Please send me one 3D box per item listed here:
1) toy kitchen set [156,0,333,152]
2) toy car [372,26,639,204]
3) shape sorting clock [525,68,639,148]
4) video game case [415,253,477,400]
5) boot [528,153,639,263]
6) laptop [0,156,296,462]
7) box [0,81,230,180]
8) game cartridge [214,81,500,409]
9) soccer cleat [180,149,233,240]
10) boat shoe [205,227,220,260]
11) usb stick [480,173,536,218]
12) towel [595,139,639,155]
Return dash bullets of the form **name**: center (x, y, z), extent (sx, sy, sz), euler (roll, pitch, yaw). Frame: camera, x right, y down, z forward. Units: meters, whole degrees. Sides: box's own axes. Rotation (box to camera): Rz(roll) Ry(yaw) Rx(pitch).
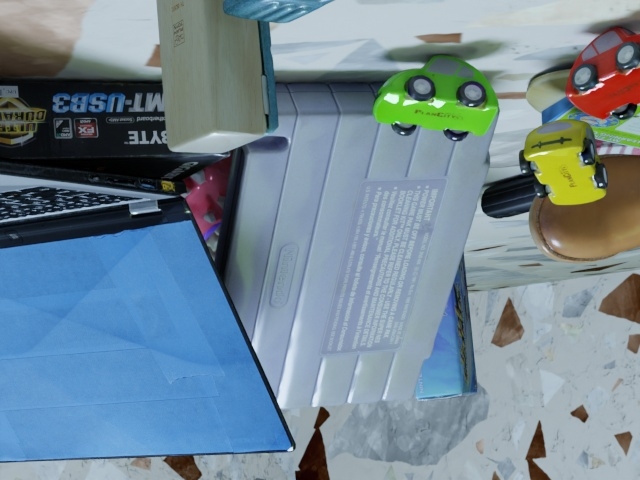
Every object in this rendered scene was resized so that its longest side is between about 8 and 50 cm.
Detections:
- **toy kitchen set**: center (0.034, -0.123, 0.747), extent (0.166, 0.122, 0.207), euler (0, 172, -34)
- **toy car**: center (0.154, -0.112, 1.127), extent (0.225, 0.053, 0.239), euler (7, 152, -7)
- **shape sorting clock**: center (0.282, -0.118, 1.233), extent (0.206, 0.040, 0.206), euler (9, 168, 2)
- **video game case**: center (0.147, 0.062, 1.762), extent (0.061, 0.270, 0.244), euler (-7, 173, 11)
- **boot**: center (0.366, -0.043, 1.374), extent (0.283, 0.109, 0.220), euler (-6, 180, -21)
- **laptop**: center (-0.292, 0.082, 1.181), extent (0.382, 0.236, 0.408), euler (-8, 174, 30)
- **box**: center (-0.266, -0.072, 1.206), extent (0.293, 0.073, 0.295), euler (-1, 173, -26)
- **game cartridge**: center (0.017, 0.012, 1.283), extent (0.230, 0.068, 0.355), euler (-5, 132, -22)
- **soccer cleat**: center (-0.121, -0.042, 1.381), extent (0.095, 0.083, 0.248), euler (-45, -173, -32)
- **boat shoe**: center (-0.123, 0.006, 1.533), extent (0.500, 0.187, 0.156), euler (-7, -179, 39)
- **usb stick**: center (0.300, -0.068, 1.730), extent (0.077, 0.045, 0.278), euler (-9, 176, -31)
- **towel**: center (0.364, -0.080, 1.559), extent (0.197, 0.029, 0.144), euler (-2, 152, 0)
